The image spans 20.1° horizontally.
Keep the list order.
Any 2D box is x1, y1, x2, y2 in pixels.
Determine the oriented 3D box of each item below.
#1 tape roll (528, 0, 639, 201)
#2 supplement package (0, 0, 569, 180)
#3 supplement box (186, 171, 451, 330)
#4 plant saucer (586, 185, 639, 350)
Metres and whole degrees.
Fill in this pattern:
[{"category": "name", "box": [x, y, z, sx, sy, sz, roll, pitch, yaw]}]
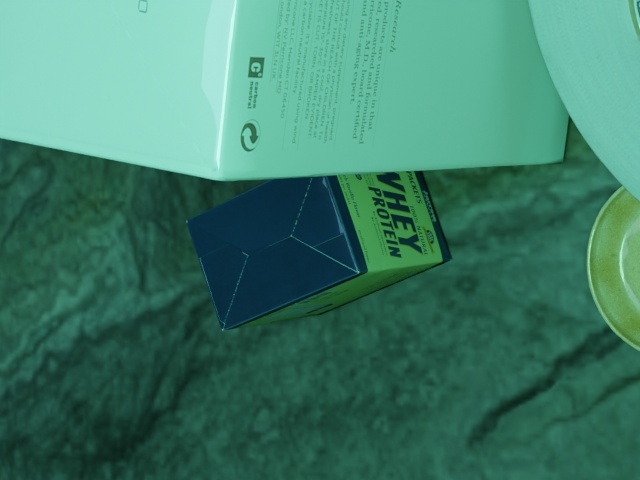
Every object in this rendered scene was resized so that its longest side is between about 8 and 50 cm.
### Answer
[{"category": "tape roll", "box": [0.182, -0.098, 0.672, 0.219, 0.072, 0.219, 28, 133, 35]}, {"category": "supplement package", "box": [-0.030, -0.139, 0.743, 0.198, 0.262, 0.199, 12, 100, 33]}, {"category": "supplement box", "box": [0.000, 0.000, 0.841, 0.083, 0.083, 0.056, -23, 80, 32]}, {"category": "plant saucer", "box": [0.156, 0.010, 0.780, 0.083, 0.015, 0.083, 2, 94, 33]}]
